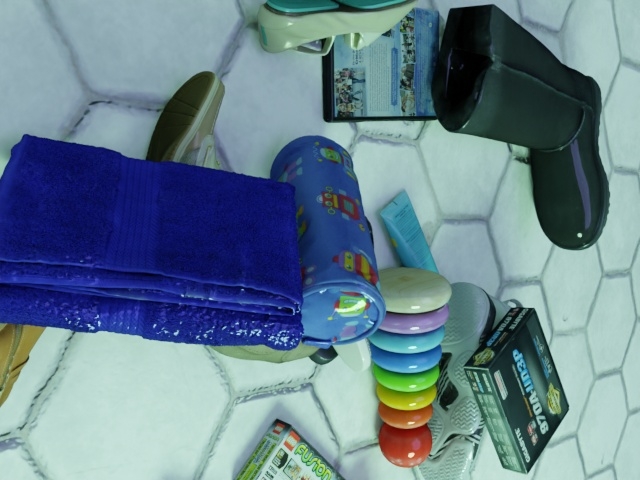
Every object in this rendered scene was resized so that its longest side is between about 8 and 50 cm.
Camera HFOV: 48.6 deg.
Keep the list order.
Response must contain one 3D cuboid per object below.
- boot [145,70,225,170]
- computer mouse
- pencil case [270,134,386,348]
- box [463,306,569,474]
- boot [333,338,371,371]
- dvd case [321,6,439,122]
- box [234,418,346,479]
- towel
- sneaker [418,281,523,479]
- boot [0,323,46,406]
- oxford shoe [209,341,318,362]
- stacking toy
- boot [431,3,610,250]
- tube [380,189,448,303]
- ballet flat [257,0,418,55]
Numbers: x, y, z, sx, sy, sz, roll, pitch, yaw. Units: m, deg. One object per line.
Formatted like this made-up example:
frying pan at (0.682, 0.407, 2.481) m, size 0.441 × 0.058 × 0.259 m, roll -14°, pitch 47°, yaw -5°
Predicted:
boot at (-0.130, -0.084, 0.881) m, size 0.165 × 0.077 × 0.213 m, roll 24°, pitch 87°, yaw -41°
computer mouse at (0.028, 0.072, 1.083) m, size 0.071 × 0.041 × 0.241 m, roll 26°, pitch 72°, yaw -20°
pencil case at (0.000, 0.000, 0.889) m, size 0.120 × 0.306 × 0.133 m, roll 17°, pitch 128°, yaw -21°
box at (0.335, 0.249, 1.197) m, size 0.175 × 0.051 × 0.220 m, roll -38°, pitch 113°, yaw -38°
boot at (0.046, 0.089, 1.027) m, size 0.086 × 0.069 × 0.189 m, roll -25°, pitch 93°, yaw -34°
dvd case at (0.100, -0.276, 1.107) m, size 0.253 × 0.022 × 0.180 m, roll -10°, pitch 103°, yaw -42°
box at (-0.032, 0.371, 1.062) m, size 0.114 × 0.036 × 0.207 m, roll -53°, pitch 127°, yaw -24°
towel at (-0.165, -0.007, 0.710) m, size 0.309 × 0.076 × 0.227 m, roll 9°, pitch 48°, yaw -18°
sneaker at (0.289, 0.264, 1.276) m, size 0.210 × 0.137 × 0.365 m, roll 11°, pitch 85°, yaw -41°
boot at (-0.316, 0.099, 0.742) m, size 0.197 × 0.073 × 0.152 m, roll -17°, pitch 125°, yaw -60°
oxford shoe at (-0.121, 0.090, 0.870) m, size 0.130 × 0.123 × 0.348 m, roll -40°, pitch 135°, yaw 22°
stacking toy at (0.135, 0.217, 1.143) m, size 0.141 × 0.141 × 0.330 m, roll -15°, pitch 111°, yaw -41°
boot at (0.367, -0.180, 1.263) m, size 0.445 × 0.146 × 0.366 m, roll 9°, pitch 77°, yaw -51°
tube at (0.158, 0.023, 1.187) m, size 0.080 × 0.052 × 0.207 m, roll -46°, pitch 120°, yaw -45°
ballet flat at (0.024, -0.299, 0.979) m, size 0.249 × 0.086 × 0.086 m, roll -14°, pitch 106°, yaw -27°
